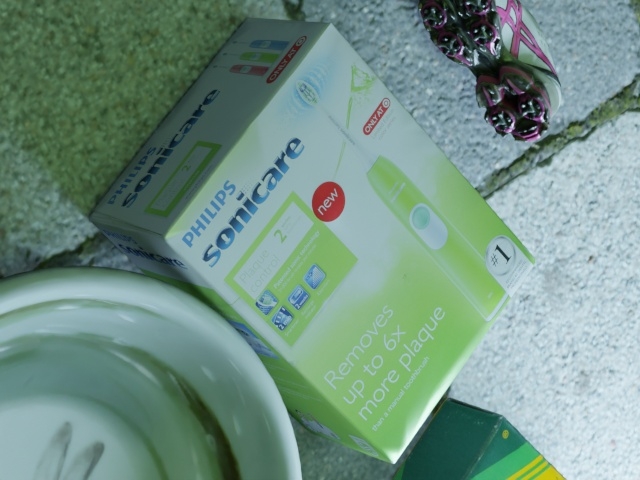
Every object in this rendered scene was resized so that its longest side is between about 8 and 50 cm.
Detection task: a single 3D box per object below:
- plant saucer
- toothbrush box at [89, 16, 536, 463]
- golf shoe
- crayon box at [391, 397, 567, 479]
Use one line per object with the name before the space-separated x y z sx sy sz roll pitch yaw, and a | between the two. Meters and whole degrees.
plant saucer | -0.202 0.211 1.345 0.400 0.100 0.400 -6 101 -35
toothbrush box | 0.000 0.000 1.438 0.283 0.122 0.206 47 71 -29
golf shoe | 0.138 -0.174 1.548 0.186 0.067 0.086 58 37 -25
crayon box | 0.101 0.324 1.585 0.203 0.083 0.323 44 73 -31
